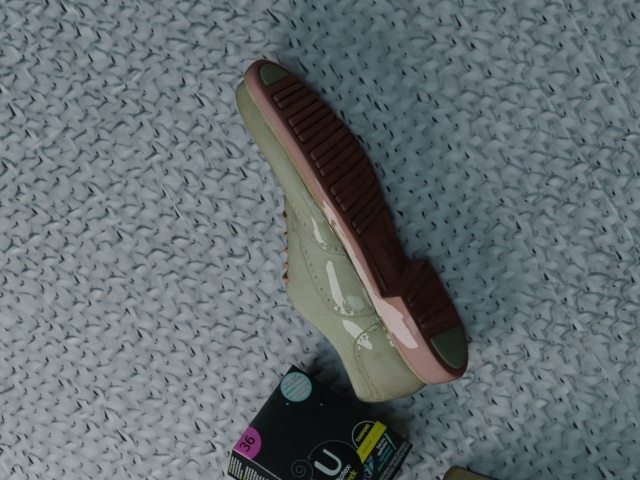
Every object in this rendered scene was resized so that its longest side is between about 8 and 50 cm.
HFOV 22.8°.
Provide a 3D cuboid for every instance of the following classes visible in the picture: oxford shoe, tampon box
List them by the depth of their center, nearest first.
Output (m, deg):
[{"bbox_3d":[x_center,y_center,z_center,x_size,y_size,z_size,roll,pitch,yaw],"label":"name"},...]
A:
[{"bbox_3d":[0.000,0.000,1.689,0.146,0.140,0.397,-28,92,28],"label":"oxford shoe"},{"bbox_3d":[-0.002,0.239,1.736,0.161,0.101,0.120,32,66,7],"label":"tampon box"}]

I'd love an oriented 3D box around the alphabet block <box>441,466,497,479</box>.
[{"bbox_3d":[0.184,0.384,1.692,0.193,0.197,0.192,16,107,13],"label":"alphabet block"}]
